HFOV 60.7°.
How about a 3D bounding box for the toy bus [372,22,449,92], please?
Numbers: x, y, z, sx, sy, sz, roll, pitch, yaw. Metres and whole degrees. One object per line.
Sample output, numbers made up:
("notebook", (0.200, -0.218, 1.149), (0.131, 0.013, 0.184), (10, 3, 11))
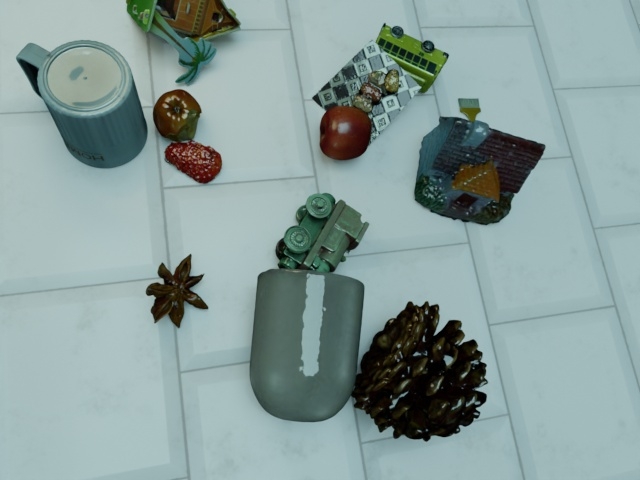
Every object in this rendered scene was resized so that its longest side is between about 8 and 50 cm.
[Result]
("toy bus", (0.309, -0.645, 1.959), (0.262, 0.128, 0.150), (25, 73, -2))

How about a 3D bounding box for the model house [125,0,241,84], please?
("model house", (-0.463, -0.729, 1.831), (0.323, 0.340, 0.300), (4, 30, -35))

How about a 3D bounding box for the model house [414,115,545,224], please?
("model house", (0.539, -0.253, 1.787), (0.360, 0.339, 0.297), (16, 70, -7))

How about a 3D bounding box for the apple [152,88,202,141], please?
("apple", (-0.451, -0.399, 1.715), (0.156, 0.158, 0.147), (-35, 82, -14))

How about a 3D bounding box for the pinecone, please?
("pinecone", (0.286, 0.381, 1.540), (0.397, 0.398, 0.398), (3, 74, -11))

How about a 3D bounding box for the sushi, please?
("sushi", (0.160, -0.506, 1.869), (0.264, 0.050, 0.290), (45, 96, 2))

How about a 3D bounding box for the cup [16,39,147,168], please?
("cup", (-0.670, -0.420, 1.594), (0.257, 0.311, 0.331), (-31, 82, -18))

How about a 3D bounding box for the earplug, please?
("earplug", (-0.041, 0.300, 1.529), (0.312, 0.312, 0.394), (7, 76, -10))

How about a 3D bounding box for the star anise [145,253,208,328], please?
("star anise", (-0.424, 0.152, 1.591), (0.196, 0.111, 0.212), (56, 39, -13))

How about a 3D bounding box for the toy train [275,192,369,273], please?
("toy train", (0.000, 0.000, 1.702), (0.221, 0.150, 0.304), (34, 65, -7))

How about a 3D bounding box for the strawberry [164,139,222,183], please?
("strawberry", (-0.403, -0.257, 1.727), (0.188, 0.082, 0.121), (18, 75, -9))

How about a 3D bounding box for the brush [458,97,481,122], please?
("brush", (0.560, -0.431, 2.012), (0.083, 0.011, 0.205), (-2, 76, -13))

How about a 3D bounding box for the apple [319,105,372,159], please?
("apple", (0.080, -0.352, 1.804), (0.168, 0.181, 0.181), (9, 73, -12))
